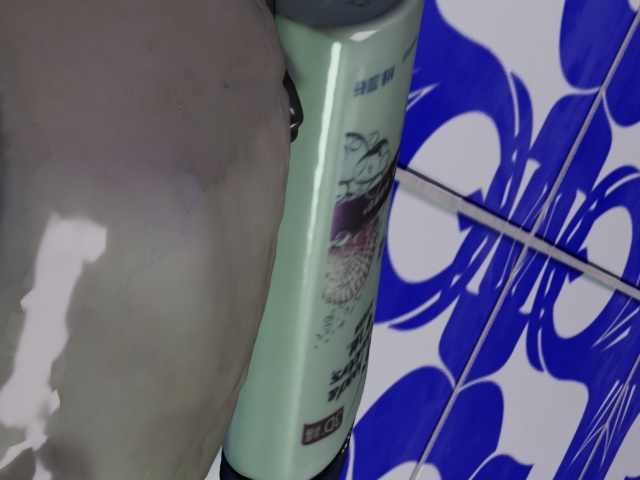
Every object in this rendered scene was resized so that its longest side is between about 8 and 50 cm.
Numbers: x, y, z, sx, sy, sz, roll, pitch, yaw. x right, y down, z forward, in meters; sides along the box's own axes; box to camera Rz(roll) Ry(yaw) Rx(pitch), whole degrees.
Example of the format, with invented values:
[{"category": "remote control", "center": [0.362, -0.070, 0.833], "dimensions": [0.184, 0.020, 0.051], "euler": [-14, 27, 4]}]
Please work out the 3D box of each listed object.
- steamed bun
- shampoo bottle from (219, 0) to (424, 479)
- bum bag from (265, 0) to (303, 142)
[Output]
[{"category": "steamed bun", "center": [-0.136, 0.018, 0.653], "dimensions": [0.383, 0.236, 0.247], "euler": [-65, 158, 6]}, {"category": "shampoo bottle", "center": [0.000, 0.000, 1.113], "dimensions": [0.134, 0.078, 0.359], "euler": [-56, 158, -49]}, {"category": "bum bag", "center": [-0.061, -0.135, 0.857], "dimensions": [0.142, 0.080, 0.326], "euler": [-54, 153, -41]}]
